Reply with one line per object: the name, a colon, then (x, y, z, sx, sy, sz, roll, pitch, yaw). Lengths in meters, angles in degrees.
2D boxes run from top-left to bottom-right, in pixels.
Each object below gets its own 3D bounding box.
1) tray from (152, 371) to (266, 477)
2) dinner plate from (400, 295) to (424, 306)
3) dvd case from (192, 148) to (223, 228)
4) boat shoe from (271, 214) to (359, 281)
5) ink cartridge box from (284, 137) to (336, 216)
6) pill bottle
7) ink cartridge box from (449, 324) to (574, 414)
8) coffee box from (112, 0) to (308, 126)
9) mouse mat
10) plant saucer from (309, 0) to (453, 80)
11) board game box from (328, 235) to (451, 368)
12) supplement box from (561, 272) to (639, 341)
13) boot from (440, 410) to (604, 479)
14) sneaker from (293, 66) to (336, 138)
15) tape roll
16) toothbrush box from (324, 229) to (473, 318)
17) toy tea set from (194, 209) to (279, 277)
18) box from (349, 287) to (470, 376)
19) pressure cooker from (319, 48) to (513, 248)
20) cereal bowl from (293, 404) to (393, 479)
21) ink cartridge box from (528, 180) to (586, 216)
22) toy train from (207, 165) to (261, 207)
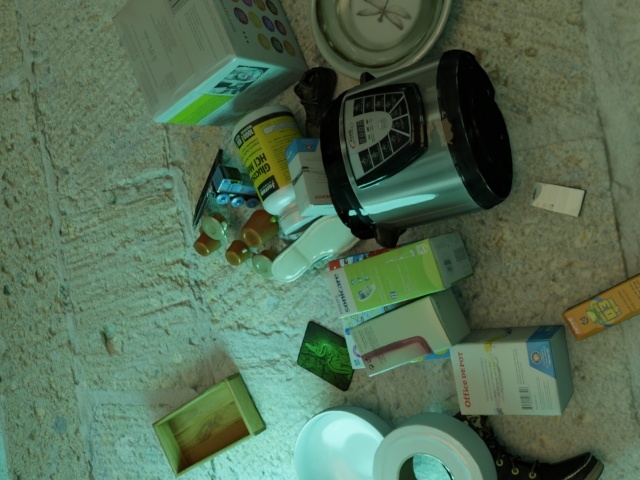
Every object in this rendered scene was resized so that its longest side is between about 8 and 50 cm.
tray: (-0.377, 0.619, 2.037, 0.410, 0.076, 0.203, -36, 77, 30)
dinner plate: (0.257, 0.200, 1.534, 0.141, 0.017, 0.141, 4, 98, 30)
dvd case: (-0.350, -0.163, 1.909, 0.018, 0.165, 0.221, 20, 111, -17)
boat shoe: (0.000, 0.000, 1.717, 0.319, 0.099, 0.116, -35, 100, 17)
ink cartridge box: (0.000, -0.166, 1.596, 0.082, 0.139, 0.191, -38, 61, 57)
pill bottle: (-0.103, -0.194, 1.717, 0.187, 0.188, 0.334, -31, 79, 30)
ink cartridge box: (0.449, 0.301, 1.437, 0.232, 0.168, 0.171, -8, 91, 32)
coffee box: (-0.302, -0.549, 1.719, 0.338, 0.334, 0.338, -27, 82, 33)
mouse mat: (0.021, 0.340, 1.802, 0.189, 0.007, 0.153, 23, 107, 27)
plant saucer: (0.161, -0.606, 1.564, 0.400, 0.100, 0.401, 4, 98, 31)
board game box: (0.197, 0.170, 1.628, 0.301, 0.086, 0.309, -15, 87, 32)
supplement box: (0.658, 0.138, 1.346, 0.233, 0.080, 0.078, -37, 74, 31)
boot: (0.448, 0.528, 1.487, 0.377, 0.138, 0.284, -43, 73, 33)
sneaker: (-0.024, -0.365, 1.688, 0.087, 0.130, 0.228, 17, 106, 31)
tape roll: (0.270, 0.563, 1.458, 0.286, 0.100, 0.287, 2, 94, 30)
toothbrush box: (0.187, 0.080, 1.453, 0.283, 0.206, 0.122, -19, 86, 31)
toy tea set: (-0.250, -0.018, 1.894, 0.335, 0.124, 0.200, 13, 131, 27)
box: (0.214, 0.216, 1.464, 0.232, 0.148, 0.127, -27, 82, 30)
pressure cooker: (0.196, -0.204, 1.430, 0.420, 0.370, 0.376, -13, 120, 33)
cereal bowl: (0.099, 0.616, 1.702, 0.338, 0.141, 0.339, 4, 97, 32)
ink cartridge box: (0.548, -0.098, 1.419, 0.115, 0.029, 0.063, 17, 104, 30)
toy train: (-0.238, -0.157, 1.810, 0.105, 0.184, 0.080, -54, 43, 35)
